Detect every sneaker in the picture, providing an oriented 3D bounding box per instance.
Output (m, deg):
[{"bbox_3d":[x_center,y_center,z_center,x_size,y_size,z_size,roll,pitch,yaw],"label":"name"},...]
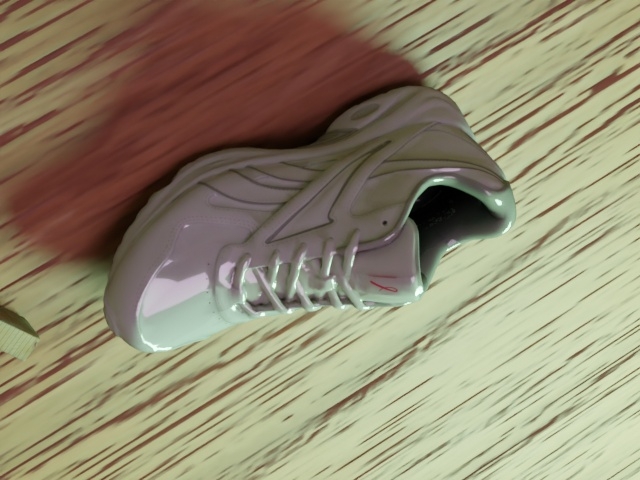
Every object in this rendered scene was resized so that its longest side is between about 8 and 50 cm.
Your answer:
[{"bbox_3d":[0.000,0.000,0.831,0.232,0.115,0.090,-28,133,-14],"label":"sneaker"}]

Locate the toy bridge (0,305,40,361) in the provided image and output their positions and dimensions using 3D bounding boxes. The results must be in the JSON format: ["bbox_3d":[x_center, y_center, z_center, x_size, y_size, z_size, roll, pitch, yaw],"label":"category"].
[{"bbox_3d":[-0.226,0.105,0.818,0.188,0.026,0.063,-50,133,7],"label":"toy bridge"}]
